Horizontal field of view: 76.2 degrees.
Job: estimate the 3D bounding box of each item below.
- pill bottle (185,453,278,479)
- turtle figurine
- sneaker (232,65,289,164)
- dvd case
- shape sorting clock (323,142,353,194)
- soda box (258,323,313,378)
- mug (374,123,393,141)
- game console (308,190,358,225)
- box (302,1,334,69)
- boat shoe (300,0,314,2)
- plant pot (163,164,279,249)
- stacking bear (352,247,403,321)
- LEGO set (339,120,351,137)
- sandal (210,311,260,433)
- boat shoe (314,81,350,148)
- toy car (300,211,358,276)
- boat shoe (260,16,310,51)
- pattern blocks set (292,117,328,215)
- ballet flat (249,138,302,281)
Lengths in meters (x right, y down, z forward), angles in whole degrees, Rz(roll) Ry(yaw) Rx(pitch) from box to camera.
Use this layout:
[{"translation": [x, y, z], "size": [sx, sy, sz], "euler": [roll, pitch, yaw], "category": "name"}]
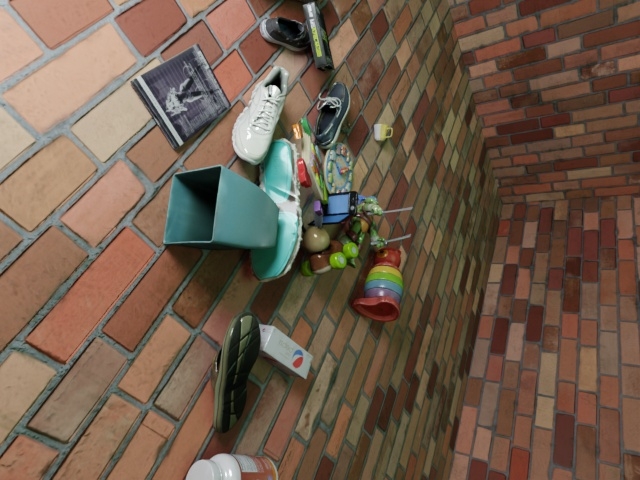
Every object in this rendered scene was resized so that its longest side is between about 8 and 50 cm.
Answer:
[{"translation": [-0.211, 0.582, 0.981], "size": [0.216, 0.121, 0.121], "euler": [37, 60, -46], "category": "pill bottle"}, {"translation": [0.187, -0.029, 1.456], "size": [0.274, 0.198, 0.266], "euler": [36, 72, 1], "category": "turtle figurine"}, {"translation": [-0.153, -0.339, 1.086], "size": [0.109, 0.118, 0.293], "euler": [22, 66, -22], "category": "sneaker"}, {"translation": [-0.318, -0.344, 0.965], "size": [0.221, 0.018, 0.165], "euler": [-57, 132, -39], "category": "dvd case"}, {"translation": [0.069, -0.244, 1.454], "size": [0.206, 0.040, 0.207], "euler": [3, 86, -59], "category": "shape sorting clock"}, {"translation": [-0.110, 0.322, 1.173], "size": [0.216, 0.069, 0.074], "euler": [50, 51, -41], "category": "soda box"}, {"translation": [0.256, -0.448, 1.704], "size": [0.062, 0.078, 0.064], "euler": [2, 96, -27], "category": "mug"}, {"translation": [0.040, -0.105, 1.332], "size": [0.085, 0.143, 0.124], "euler": [14, 77, -53], "category": "game console"}, {"translation": [-0.002, -0.652, 1.328], "size": [0.191, 0.045, 0.184], "euler": [-63, 144, -70], "category": "box"}, {"translation": [-0.097, -0.828, 1.218], "size": [0.340, 0.127, 0.158], "euler": [-34, 109, -58], "category": "boat shoe"}, {"translation": [-0.215, -0.055, 0.975], "size": [0.234, 0.165, 0.166], "euler": [17, 74, -55], "category": "plant pot"}, {"translation": [0.251, 0.154, 1.607], "size": [0.164, 0.175, 0.289], "euler": [47, 45, -39], "category": "stacking bear"}, {"translation": [0.098, -0.419, 1.526], "size": [0.054, 0.023, 0.083], "euler": [48, 52, -41], "category": "LEGO set"}, {"translation": [-0.230, 0.322, 1.008], "size": [0.120, 0.086, 0.303], "euler": [8, 97, -59], "category": "sandal"}, {"translation": [0.033, -0.439, 1.386], "size": [0.079, 0.095, 0.255], "euler": [41, 65, -58], "category": "boat shoe"}, {"translation": [0.000, 0.000, 1.284], "size": [0.149, 0.154, 0.189], "euler": [-35, 103, -49], "category": "toy car"}, {"translation": [-0.084, -0.637, 1.245], "size": [0.228, 0.076, 0.080], "euler": [-17, 103, -54], "category": "boat shoe"}, {"translation": [-0.022, -0.221, 1.219], "size": [0.285, 0.026, 0.325], "euler": [61, 19, -53], "category": "pattern blocks set"}, {"translation": [-0.107, -0.081, 1.154], "size": [0.146, 0.146, 0.410], "euler": [19, 73, -52], "category": "ballet flat"}]
